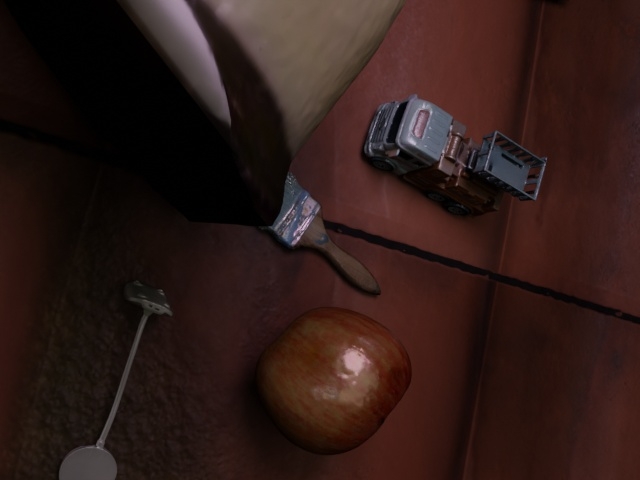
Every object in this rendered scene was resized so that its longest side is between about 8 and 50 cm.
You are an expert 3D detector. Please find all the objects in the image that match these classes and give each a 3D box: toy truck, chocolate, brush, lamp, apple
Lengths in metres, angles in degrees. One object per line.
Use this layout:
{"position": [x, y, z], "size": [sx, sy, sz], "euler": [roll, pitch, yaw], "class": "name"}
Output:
{"position": [0.149, -0.096, 0.795], "size": [0.178, 0.115, 0.080], "euler": [25, 76, -24], "class": "toy truck"}
{"position": [-0.070, -0.211, 0.546], "size": [0.297, 0.314, 0.326], "euler": [-38, 104, -15], "class": "chocolate"}
{"position": [0.000, 0.000, 0.763], "size": [0.196, 0.021, 0.070], "euler": [43, 68, -23], "class": "brush"}
{"position": [-0.189, 0.137, 0.648], "size": [0.050, 0.056, 0.198], "euler": [22, 88, -28], "class": "lamp"}
{"position": [0.009, 0.136, 0.692], "size": [0.131, 0.146, 0.146], "euler": [40, 67, 8], "class": "apple"}
